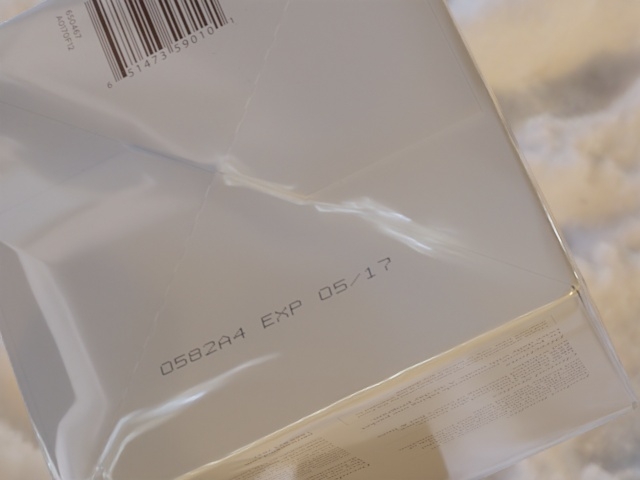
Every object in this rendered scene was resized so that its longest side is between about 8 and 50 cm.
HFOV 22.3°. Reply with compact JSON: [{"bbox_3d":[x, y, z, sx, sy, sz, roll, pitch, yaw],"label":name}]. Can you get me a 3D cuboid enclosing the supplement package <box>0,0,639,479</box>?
[{"bbox_3d":[-0.003,0.007,0.698,0.199,0.263,0.198,-26,71,8],"label":"supplement package"}]
